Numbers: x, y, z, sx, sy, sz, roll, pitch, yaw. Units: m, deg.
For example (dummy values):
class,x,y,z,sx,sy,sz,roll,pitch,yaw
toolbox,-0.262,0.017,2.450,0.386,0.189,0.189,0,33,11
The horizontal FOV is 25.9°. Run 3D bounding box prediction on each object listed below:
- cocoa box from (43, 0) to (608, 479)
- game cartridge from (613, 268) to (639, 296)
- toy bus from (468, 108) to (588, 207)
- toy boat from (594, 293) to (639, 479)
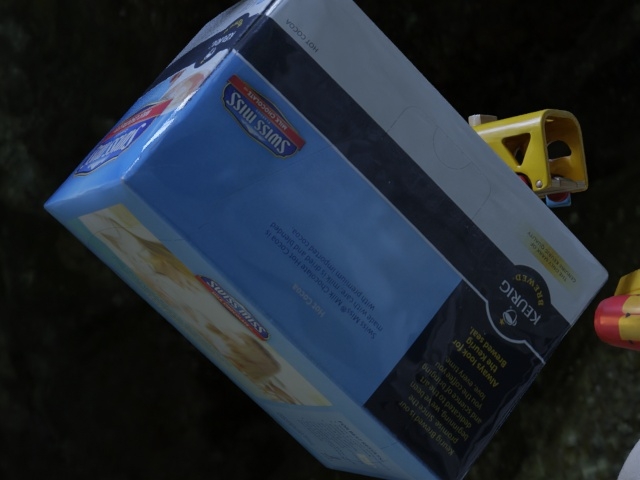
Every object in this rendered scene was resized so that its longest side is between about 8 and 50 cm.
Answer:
class,x,y,z,sx,sy,sz,roll,pitch,yaw
cocoa box,0.000,0.000,1.101,0.347,0.231,0.228,44,-110,-16
game cartridge,0.474,0.101,1.422,0.323,0.285,0.053,18,-94,5
toy bus,0.187,-0.085,1.513,0.202,0.191,0.104,-5,-94,-8
toy boat,0.357,0.189,1.283,0.148,0.267,0.318,1,-62,48
